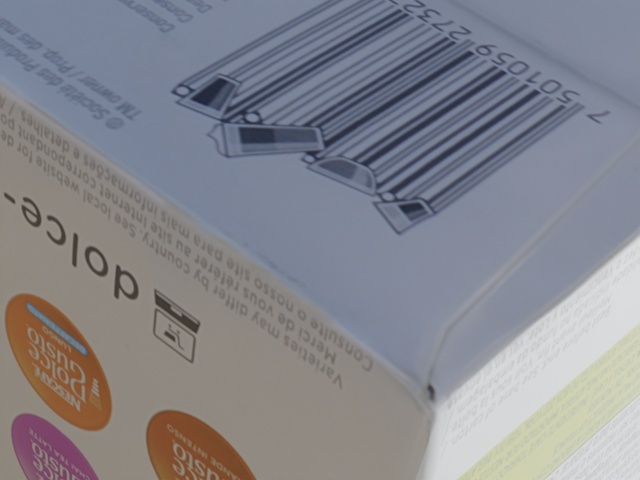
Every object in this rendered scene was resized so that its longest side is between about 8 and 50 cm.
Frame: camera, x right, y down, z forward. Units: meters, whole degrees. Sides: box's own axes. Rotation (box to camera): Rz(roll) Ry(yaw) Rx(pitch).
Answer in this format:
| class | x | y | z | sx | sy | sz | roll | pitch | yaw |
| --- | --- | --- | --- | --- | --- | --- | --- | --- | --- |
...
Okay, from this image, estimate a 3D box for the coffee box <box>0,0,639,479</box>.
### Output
| class | x | y | z | sx | sy | sz | roll | pitch | yaw |
| --- | --- | --- | --- | --- | --- | --- | --- | --- | --- |
| coffee box | 0.000 | 0.000 | 0.642 | 0.337 | 0.338 | 0.334 | 35 | -41 | 26 |
